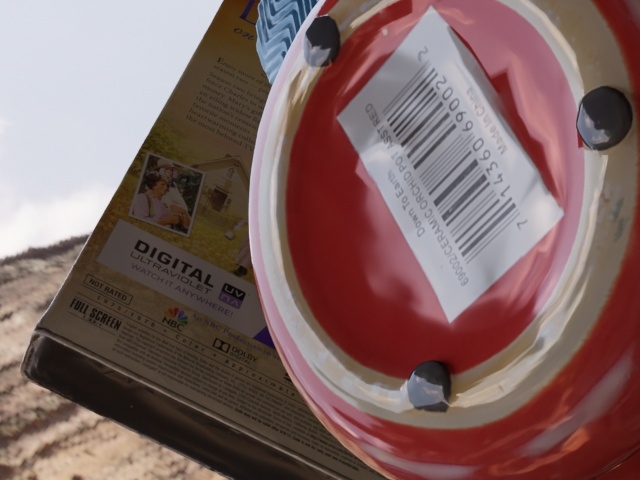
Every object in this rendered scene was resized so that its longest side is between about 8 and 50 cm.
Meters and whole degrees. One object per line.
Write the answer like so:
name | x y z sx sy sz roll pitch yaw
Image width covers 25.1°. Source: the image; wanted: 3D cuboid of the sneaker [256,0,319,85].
sneaker | 0.050 -0.156 0.669 0.092 0.087 0.229 17 -72 -40

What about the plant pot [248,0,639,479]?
plant pot | 0.084 -0.006 0.441 0.174 0.191 0.191 6 -86 -44

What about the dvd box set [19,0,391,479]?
dvd box set | 0.000 0.000 1.075 0.307 0.062 0.420 27 -134 -6
